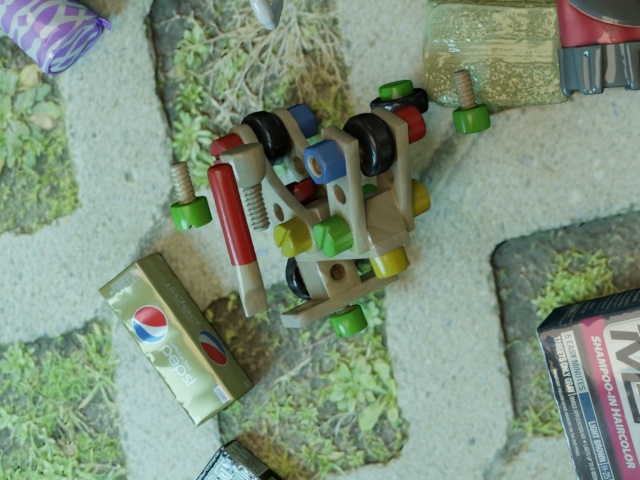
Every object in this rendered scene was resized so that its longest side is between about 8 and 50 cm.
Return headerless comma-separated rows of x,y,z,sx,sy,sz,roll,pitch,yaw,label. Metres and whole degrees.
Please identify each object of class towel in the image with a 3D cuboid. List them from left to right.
0.171,-0.183,1.687,0.148,0.027,0.110,3,101,18,towel

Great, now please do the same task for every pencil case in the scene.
-0.322,-0.268,1.810,0.088,0.086,0.206,-42,85,-16,pencil case

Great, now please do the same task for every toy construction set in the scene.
0.000,0.000,1.641,0.257,0.309,0.237,-5,106,35,toy construction set

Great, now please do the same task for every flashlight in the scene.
0.263,-0.289,1.602,0.103,0.103,0.304,-6,97,-19,flashlight

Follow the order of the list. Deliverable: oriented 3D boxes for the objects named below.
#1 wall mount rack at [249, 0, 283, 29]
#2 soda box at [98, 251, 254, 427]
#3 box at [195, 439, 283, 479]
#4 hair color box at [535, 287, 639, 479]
-0.009,-0.375,1.620,0.350,0.130,0.304,-18,114,15,wall mount rack
-0.152,0.104,1.825,0.058,0.061,0.181,-36,87,21,soda box
-0.078,0.342,1.852,0.191,0.045,0.184,39,107,9,box
0.396,0.115,1.623,0.347,0.105,0.173,-15,95,19,hair color box
